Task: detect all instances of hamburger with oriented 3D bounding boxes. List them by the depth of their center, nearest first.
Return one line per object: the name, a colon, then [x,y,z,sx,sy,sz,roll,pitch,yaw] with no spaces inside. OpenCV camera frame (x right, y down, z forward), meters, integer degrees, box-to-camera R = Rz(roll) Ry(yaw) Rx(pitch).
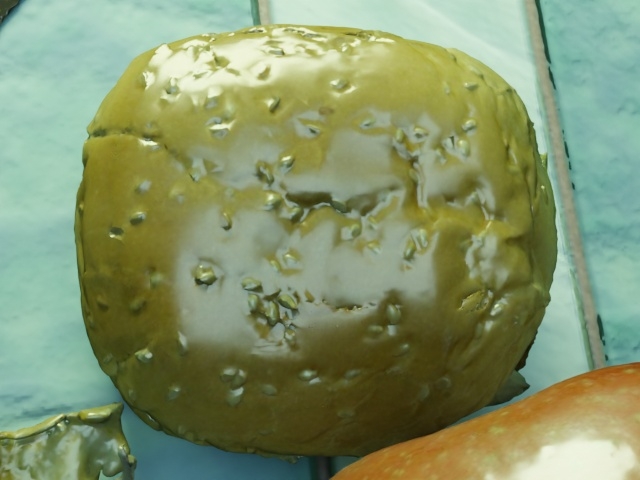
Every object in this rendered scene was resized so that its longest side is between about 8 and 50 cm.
hamburger: [-0.001,-0.001,0.596,0.283,0.144,0.260,-6,78,-12]

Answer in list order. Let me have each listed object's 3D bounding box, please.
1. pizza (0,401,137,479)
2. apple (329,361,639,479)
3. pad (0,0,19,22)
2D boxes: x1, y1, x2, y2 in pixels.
pizza: [-0.206,0.206,0.534,0.189,0.071,0.297,25,88,5]
apple: [0.140,0.214,0.463,0.348,0.348,0.277,-13,65,-11]
pad: [-0.328,-0.167,0.658,0.220,0.004,0.330,33,74,0]
